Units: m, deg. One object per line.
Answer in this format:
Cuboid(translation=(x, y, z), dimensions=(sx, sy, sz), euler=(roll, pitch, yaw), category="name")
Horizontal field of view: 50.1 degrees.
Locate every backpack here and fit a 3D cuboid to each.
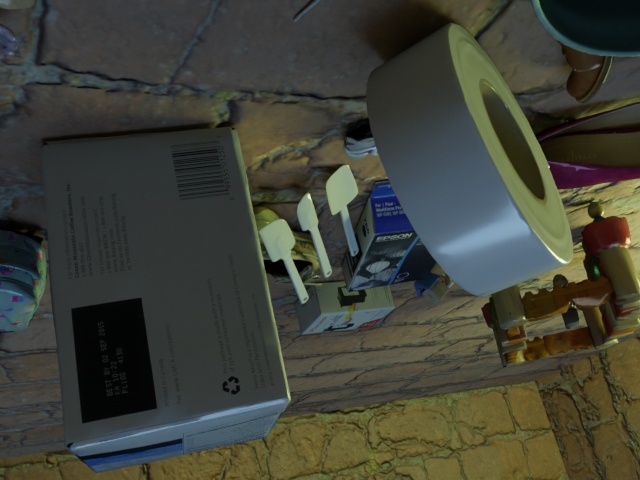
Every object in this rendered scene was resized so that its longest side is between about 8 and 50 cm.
Cuboid(translation=(-0.447, 0.060, 0.953), dimensions=(0.152, 0.115, 0.182), euler=(7, 147, -34), category="backpack")

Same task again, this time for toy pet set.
Cuboid(translation=(0.258, 0.083, 1.494), dimensions=(0.114, 0.065, 0.122), euler=(-43, 172, -26), category="toy pet set")

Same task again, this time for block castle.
Cuboid(translation=(0.497, 0.104, 1.466), dimensions=(0.303, 0.213, 0.453), euler=(-14, 155, 10), category="block castle")

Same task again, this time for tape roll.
Cuboid(translation=(0.168, -0.087, 0.748), dimensions=(0.100, 0.286, 0.286), euler=(-27, 153, 27), category="tape roll")

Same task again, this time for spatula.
Cuboid(translation=(0.000, 0.000, 1.059), dimensions=(0.168, 0.019, 0.242), euler=(-43, 149, -15), category="spatula")

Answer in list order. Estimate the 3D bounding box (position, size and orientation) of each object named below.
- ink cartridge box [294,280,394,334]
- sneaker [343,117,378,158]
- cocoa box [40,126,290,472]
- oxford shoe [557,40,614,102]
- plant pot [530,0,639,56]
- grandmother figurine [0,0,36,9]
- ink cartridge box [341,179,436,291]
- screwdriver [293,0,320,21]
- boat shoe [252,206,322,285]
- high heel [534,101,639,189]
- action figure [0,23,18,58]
Cuboid(translation=(0.049, 0.141, 1.462), dimensions=(0.175, 0.072, 0.127), euler=(-3, 155, -24), category="ink cartridge box")
Cuboid(translation=(0.078, -0.138, 0.887), dimensions=(0.098, 0.038, 0.069), euler=(-14, 158, -1), category="sneaker")
Cuboid(translation=(-0.191, 0.074, 0.829), dimensions=(0.231, 0.347, 0.228), euler=(-8, 157, -14), category="cocoa box")
Cuboid(translation=(0.307, -0.232, 0.791), dimensions=(0.076, 0.076, 0.212), euler=(14, 163, 13), category="oxford shoe")
Cuboid(translation=(0.244, -0.290, 0.436), dimensions=(0.293, 0.196, 0.293), euler=(-12, 156, -5), category="plant pot")
Cuboid(translation=(-0.176, -0.263, 0.364), dimensions=(0.342, 0.104, 0.208), euler=(-39, -174, 44), category="grandmother figurine")
Cuboid(translation=(0.144, -0.005, 1.198), dimensions=(0.165, 0.065, 0.332), euler=(-8, 155, -11), category="ink cartridge box")
Cuboid(translation=(0.030, -0.250, 0.631), dimensions=(0.170, 0.024, 0.025), euler=(-28, -178, 34), category="screwdriver")
Cuboid(translation=(-0.067, 0.032, 1.129), dimensions=(0.104, 0.089, 0.285), euler=(-23, 156, 18), category="boat shoe")
Cuboid(translation=(0.478, -0.149, 0.959), dimensions=(0.377, 0.127, 0.181), euler=(-21, 167, 24), category="high heel")
Cuboid(translation=(-0.436, -0.126, 0.536), dimensions=(0.276, 0.248, 0.370), euler=(34, 130, -1), category="action figure")
